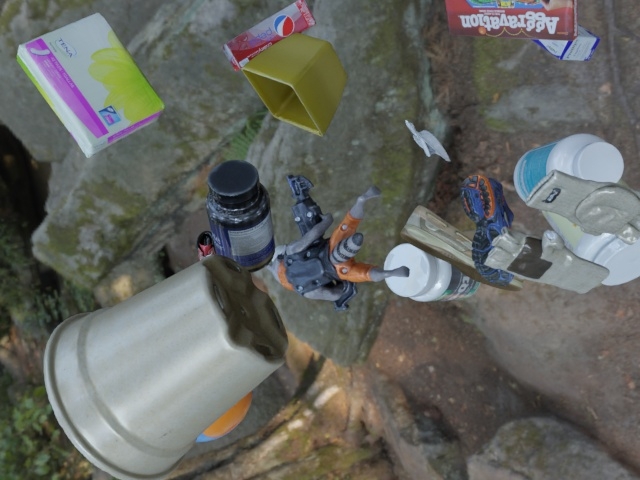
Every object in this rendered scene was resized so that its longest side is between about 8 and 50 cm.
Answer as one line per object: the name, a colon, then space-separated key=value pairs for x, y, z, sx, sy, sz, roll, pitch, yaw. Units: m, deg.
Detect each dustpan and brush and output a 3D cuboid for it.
dustpan and brush: x=0.361 y=-0.357 z=2.243 sx=0.211 sy=0.060 sz=0.147 roll=54 pitch=173 yaw=-36

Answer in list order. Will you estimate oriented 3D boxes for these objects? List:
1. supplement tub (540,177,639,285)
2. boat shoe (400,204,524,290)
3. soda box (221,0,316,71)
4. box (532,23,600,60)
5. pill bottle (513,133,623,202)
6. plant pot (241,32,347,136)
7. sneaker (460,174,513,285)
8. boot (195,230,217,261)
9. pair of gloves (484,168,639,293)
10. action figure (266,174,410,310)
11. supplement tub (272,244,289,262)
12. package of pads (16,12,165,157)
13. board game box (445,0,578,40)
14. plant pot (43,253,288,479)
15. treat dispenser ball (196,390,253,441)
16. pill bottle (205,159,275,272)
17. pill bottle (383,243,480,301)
supplement tub: x=0.792 y=-0.058 z=1.810 sx=0.235 sy=0.236 sz=0.324 roll=102 pitch=155 yaw=-45
boat shoe: x=0.380 y=0.019 z=1.655 sx=0.341 sy=0.110 sz=0.121 roll=29 pitch=170 yaw=10
soda box: x=-0.147 y=-0.585 z=1.819 sx=0.083 sy=0.263 sz=0.092 roll=59 pitch=171 yaw=-17
box: x=0.702 y=-0.579 z=1.829 sx=0.126 sy=0.137 sz=0.072 roll=54 pitch=140 yaw=37
pill bottle: x=0.523 y=-0.143 z=1.344 sx=0.264 sy=0.146 sz=0.146 roll=-173 pitch=71 yaw=-85
plant pot: x=-0.050 y=-0.449 z=1.771 sx=0.212 sy=0.187 sz=0.212 roll=29 pitch=166 yaw=37
sneaker: x=0.338 y=-0.021 z=1.222 sx=0.083 sy=0.087 sz=0.221 roll=-5 pitch=97 yaw=51
boot: x=-0.330 y=0.102 z=1.888 sx=0.176 sy=0.089 sz=0.244 roll=92 pitch=171 yaw=-62
pair of gloves: x=0.387 y=-0.010 z=1.000 sx=0.240 sy=0.204 sz=0.042 roll=111 pitch=169 yaw=-47
action figure: x=0.000 y=0.000 z=1.402 sx=0.330 sy=0.179 sz=0.341 roll=-28 pitch=88 yaw=38
supplement tub: x=-0.078 y=0.049 z=1.782 sx=0.107 sy=0.071 sz=0.070 roll=4 pitch=106 yaw=49
package of pads: x=-0.550 y=-0.384 z=1.554 sx=0.296 sy=0.229 sz=0.101 roll=55 pitch=151 yaw=-4
board game box: x=0.382 y=-0.486 z=1.305 sx=0.281 sy=0.027 sz=0.145 roll=18 pitch=141 yaw=39
plant pot: x=-0.236 y=0.195 z=1.107 sx=0.333 sy=0.306 sz=0.333 roll=51 pitch=-164 yaw=-20
treat dispenser ball: x=-0.330 y=0.408 z=1.768 sx=0.288 sy=0.288 sz=0.288 roll=43 pitch=139 yaw=53
pill bottle: x=-0.155 y=-0.045 z=1.234 sx=0.219 sy=0.123 sz=0.122 roll=87 pitch=157 yaw=-50
pill bottle: x=0.381 y=0.104 z=2.150 sx=0.204 sy=0.361 sz=0.204 roll=-3 pitch=85 yaw=39
